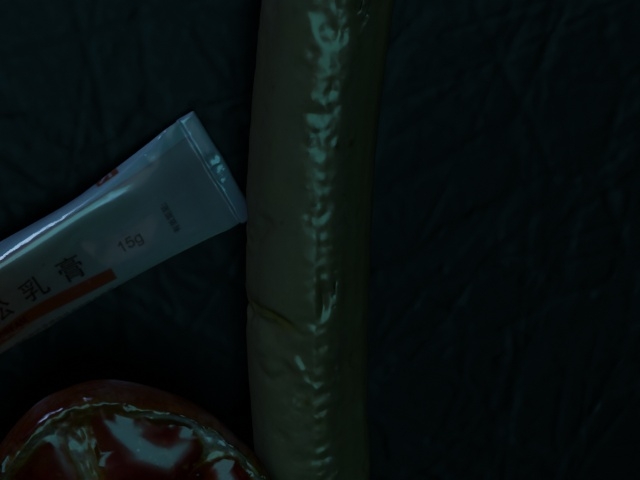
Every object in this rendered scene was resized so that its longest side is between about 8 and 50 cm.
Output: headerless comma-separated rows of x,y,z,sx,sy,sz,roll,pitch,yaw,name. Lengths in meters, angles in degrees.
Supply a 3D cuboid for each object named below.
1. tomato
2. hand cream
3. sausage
-0.096,0.132,0.730,0.155,0.069,0.156,-4,112,-10,tomato
-0.134,0.022,0.697,0.216,0.038,0.052,-32,144,-3,hand cream
-0.002,-0.001,0.703,0.065,0.066,0.301,-3,112,-13,sausage
